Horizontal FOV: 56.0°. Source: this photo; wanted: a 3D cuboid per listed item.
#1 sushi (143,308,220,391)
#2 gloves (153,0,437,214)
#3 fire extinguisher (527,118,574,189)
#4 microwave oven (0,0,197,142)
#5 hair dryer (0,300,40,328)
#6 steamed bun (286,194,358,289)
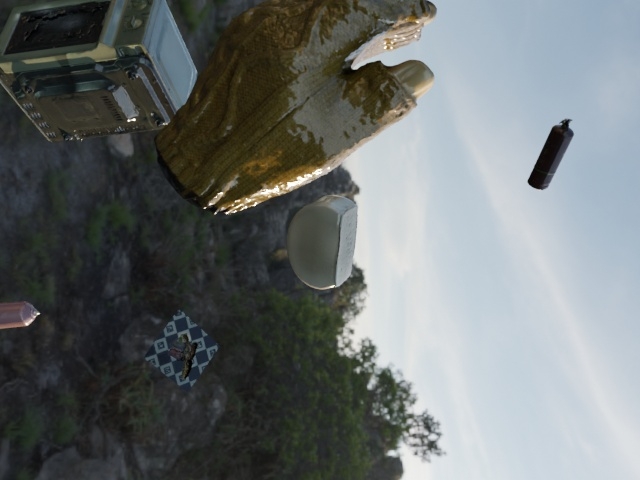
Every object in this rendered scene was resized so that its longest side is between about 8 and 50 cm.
[{"bbox_3d":[-0.287,0.225,1.233,0.026,0.126,0.120,-7,-138,52],"label":"sushi"},{"bbox_3d":[-0.019,-0.170,0.630,0.155,0.356,0.203,51,6,-48],"label":"gloves"},{"bbox_3d":[0.455,-0.178,1.175,0.078,0.045,0.157,-60,166,-53],"label":"fire extinguisher"},{"bbox_3d":[-0.496,-0.378,1.358,0.286,0.354,0.219,73,15,-55],"label":"microwave oven"},{"bbox_3d":[-0.755,0.174,1.224,0.210,0.352,0.126,110,-26,-59],"label":"hair dryer"},{"bbox_3d":[0.000,0.000,1.640,0.146,0.164,0.242,-35,134,-62],"label":"steamed bun"}]
